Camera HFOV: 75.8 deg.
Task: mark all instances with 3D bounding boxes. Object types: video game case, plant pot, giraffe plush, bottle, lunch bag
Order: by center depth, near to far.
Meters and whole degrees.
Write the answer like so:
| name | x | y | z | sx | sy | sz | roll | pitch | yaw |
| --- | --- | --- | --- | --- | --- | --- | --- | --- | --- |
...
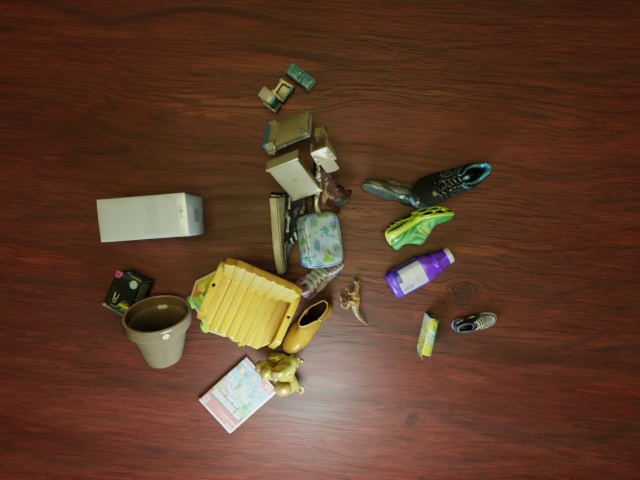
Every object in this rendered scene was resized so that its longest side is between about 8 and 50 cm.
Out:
| name | x | y | z | sx | sy | sz | roll | pitch | yaw |
| --- | --- | --- | --- | --- | --- | --- | --- | --- | --- |
| lunch bag | 0.000 | 0.000 | 1.646 | 0.175 | 0.090 | 0.219 | -9 | 91 | -29 |
| plant pot | -0.655 | 0.386 | 1.686 | 0.262 | 0.263 | 0.230 | 3 | 117 | 1 |
| bottle | 0.413 | 0.125 | 1.702 | 0.282 | 0.092 | 0.118 | -29 | 93 | 3 |
| giraffe plush | -0.155 | 0.575 | 1.729 | 0.210 | 0.181 | 0.171 | -15 | 106 | -32 |
| video game case | -0.357 | 0.673 | 1.790 | 0.285 | 0.025 | 0.204 | -42 | 91 | 3 |

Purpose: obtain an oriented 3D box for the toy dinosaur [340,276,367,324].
| name | x | y | z | sx | sy | sz | roll | pitch | yaw |
| --- | --- | --- | --- | --- | --- | --- | --- | --- | --- |
| toy dinosaur | 0.140 | 0.265 | 1.733 | 0.112 | 0.064 | 0.212 | -4 | 94 | 1 |

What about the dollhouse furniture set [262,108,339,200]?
| name | x | y | z | sx | sy | sz | roll | pitch | yaw |
| --- | --- | --- | --- | --- | --- | --- | --- | --- | --- |
| dollhouse furniture set | -0.054 | -0.360 | 1.609 | 0.286 | 0.198 | 0.304 | -16 | 53 | 22 |

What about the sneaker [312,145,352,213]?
| name | x | y | z | sx | sy | sz | roll | pitch | yaw |
| --- | --- | --- | --- | --- | --- | --- | --- | --- | --- |
| sneaker | 0.051 | -0.243 | 1.696 | 0.162 | 0.106 | 0.282 | 2 | 102 | -6 |

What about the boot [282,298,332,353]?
| name | x | y | z | sx | sy | sz | roll | pitch | yaw |
| --- | --- | --- | --- | --- | --- | --- | --- | --- | --- |
| boot | -0.068 | 0.346 | 1.662 | 0.295 | 0.211 | 0.104 | -46 | 75 | 1 |

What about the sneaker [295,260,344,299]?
| name | x | y | z | sx | sy | sz | roll | pitch | yaw |
| --- | --- | --- | --- | --- | --- | --- | --- | --- | --- |
| sneaker | 0.002 | 0.162 | 1.723 | 0.236 | 0.105 | 0.095 | -37 | 50 | -15 |

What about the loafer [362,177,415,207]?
| name | x | y | z | sx | sy | sz | roll | pitch | yaw |
| --- | --- | --- | --- | --- | --- | --- | --- | --- | --- |
| loafer | 0.305 | -0.212 | 1.696 | 0.267 | 0.096 | 0.084 | 18 | 75 | -7 |

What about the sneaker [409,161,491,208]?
| name | x | y | z | sx | sy | sz | roll | pitch | yaw |
| --- | --- | --- | --- | --- | --- | --- | --- | --- | --- |
| sneaker | 0.510 | -0.233 | 1.624 | 0.340 | 0.139 | 0.125 | -26 | 91 | -10 |

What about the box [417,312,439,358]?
| name | x | y | z | sx | sy | sz | roll | pitch | yaw |
| --- | --- | --- | --- | --- | --- | --- | --- | --- | --- |
| box | 0.444 | 0.401 | 1.712 | 0.043 | 0.105 | 0.179 | 14 | 94 | 1 |

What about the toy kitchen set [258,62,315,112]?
| name | x | y | z | sx | sy | sz | roll | pitch | yaw |
| --- | --- | --- | --- | --- | --- | --- | --- | --- | --- |
| toy kitchen set | -0.129 | -0.605 | 1.635 | 0.122 | 0.166 | 0.207 | 37 | 94 | -1 |

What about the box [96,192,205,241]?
| name | x | y | z | sx | sy | sz | roll | pitch | yaw |
| --- | --- | --- | --- | --- | --- | --- | --- | --- | --- |
| box | -0.671 | -0.092 | 1.658 | 0.344 | 0.215 | 0.169 | -4 | 93 | 1 |

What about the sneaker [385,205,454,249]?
| name | x | y | z | sx | sy | sz | roll | pitch | yaw |
| --- | --- | --- | --- | --- | --- | --- | --- | --- | --- |
| sneaker | 0.410 | -0.055 | 1.700 | 0.295 | 0.109 | 0.124 | -23 | 118 | 0 |

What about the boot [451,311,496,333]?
| name | x | y | z | sx | sy | sz | roll | pitch | yaw |
| --- | --- | --- | --- | --- | --- | --- | --- | --- | --- |
| boot | 0.651 | 0.350 | 1.712 | 0.189 | 0.086 | 0.069 | -14 | 93 | 2 |

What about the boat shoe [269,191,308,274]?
| name | x | y | z | sx | sy | sz | roll | pitch | yaw |
| --- | --- | --- | --- | --- | --- | --- | --- | --- | --- |
| boat shoe | -0.119 | -0.034 | 1.691 | 0.157 | 0.127 | 0.341 | -4 | 94 | -5 |

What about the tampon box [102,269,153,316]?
| name | x | y | z | sx | sy | sz | roll | pitch | yaw |
| --- | --- | --- | --- | --- | --- | --- | --- | --- | --- |
| tampon box | -0.807 | 0.220 | 1.727 | 0.120 | 0.101 | 0.161 | 25 | 94 | 11 |

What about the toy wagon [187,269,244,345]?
| name | x | y | z | sx | sy | sz | roll | pitch | yaw |
| --- | --- | --- | --- | --- | --- | --- | --- | --- | --- |
| toy wagon | -0.394 | 0.296 | 1.746 | 0.267 | 0.068 | 0.345 | -27 | 92 | 3 |

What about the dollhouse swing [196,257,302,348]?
| name | x | y | z | sx | sy | sz | roll | pitch | yaw |
| --- | --- | --- | --- | --- | --- | --- | --- | --- | --- |
| dollhouse swing | -0.271 | 0.257 | 1.563 | 0.346 | 0.305 | 0.315 | 25 | 85 | -8 |
